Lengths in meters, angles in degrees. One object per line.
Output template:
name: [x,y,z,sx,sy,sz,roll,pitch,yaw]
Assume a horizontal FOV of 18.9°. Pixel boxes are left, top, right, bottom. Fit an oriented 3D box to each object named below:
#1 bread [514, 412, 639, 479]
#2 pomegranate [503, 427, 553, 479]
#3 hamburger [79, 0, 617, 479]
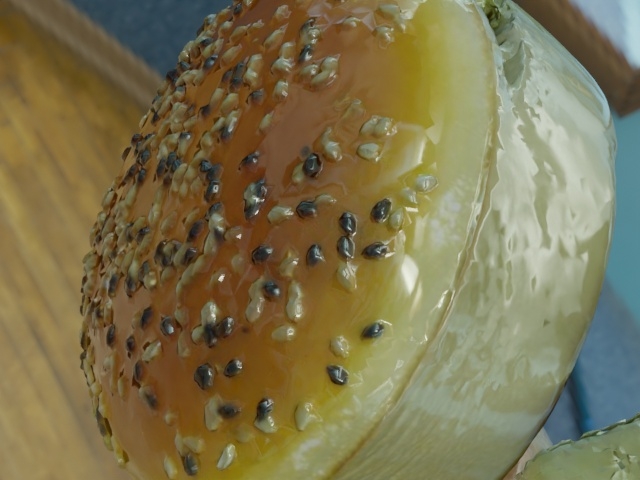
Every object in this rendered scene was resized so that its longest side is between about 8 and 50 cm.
bread: [0.294,0.255,1.243,0.279,0.248,0.315,52,18,-68]
pomegranate: [0.090,0.217,1.840,0.281,0.281,0.281,37,39,-37]
hamburger: [0.000,0.000,0.903,0.176,0.300,0.300,27,44,-25]
